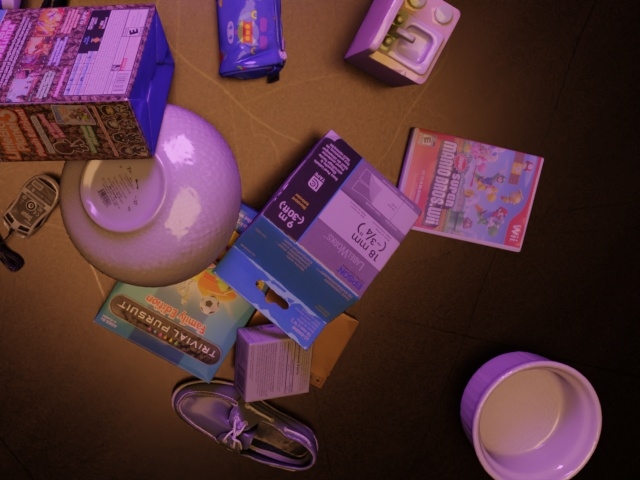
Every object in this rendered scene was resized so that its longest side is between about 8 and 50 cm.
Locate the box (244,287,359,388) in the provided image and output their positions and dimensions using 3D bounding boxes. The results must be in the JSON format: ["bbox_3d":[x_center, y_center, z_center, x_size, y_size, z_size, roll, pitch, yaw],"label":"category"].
[{"bbox_3d":[-0.045,0.188,1.577,0.201,0.021,0.164,29,93,-12],"label":"box"}]

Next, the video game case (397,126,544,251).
[{"bbox_3d":[0.301,-0.102,1.590,0.285,0.025,0.204,12,96,-11],"label":"video game case"}]

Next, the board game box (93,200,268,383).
[{"bbox_3d":[-0.238,0.068,1.499,0.254,0.079,0.336,31,92,-12],"label":"board game box"}]

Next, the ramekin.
[{"bbox_3d":[0.430,0.367,1.625,0.277,0.135,0.277,-2,99,-9],"label":"ramekin"}]

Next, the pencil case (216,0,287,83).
[{"bbox_3d":[-0.128,-0.444,1.417,0.133,0.119,0.306,0,99,15],"label":"pencil case"}]

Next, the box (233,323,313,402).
[{"bbox_3d":[-0.091,0.233,1.503,0.137,0.072,0.126,-4,110,-26],"label":"box"}]

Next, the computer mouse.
[{"bbox_3d":[-0.553,-0.042,1.451,0.106,0.042,0.193,41,96,-8],"label":"computer mouse"}]

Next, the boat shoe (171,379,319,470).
[{"bbox_3d":[-0.146,0.373,1.549,0.319,0.099,0.116,27,94,-12],"label":"boat shoe"}]

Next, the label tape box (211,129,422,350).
[{"bbox_3d":[0.000,0.000,1.440,0.241,0.106,0.333,41,68,-8],"label":"label tape box"}]

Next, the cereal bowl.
[{"bbox_3d":[-0.316,-0.087,1.369,0.339,0.141,0.339,-1,86,11],"label":"cereal bowl"}]

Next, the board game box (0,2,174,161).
[{"bbox_3d":[-0.417,-0.262,1.294,0.291,0.141,0.232,0,55,7],"label":"board game box"}]

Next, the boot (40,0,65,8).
[{"bbox_3d":[-0.463,-0.393,1.409,0.099,0.045,0.121,32,99,-10],"label":"boot"}]

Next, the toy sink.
[{"bbox_3d":[0.154,-0.376,1.417,0.131,0.234,0.152,27,93,-12],"label":"toy sink"}]

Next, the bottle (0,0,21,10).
[{"bbox_3d":[-0.670,-0.454,1.341,0.283,0.092,0.118,10,96,-11],"label":"bottle"}]
